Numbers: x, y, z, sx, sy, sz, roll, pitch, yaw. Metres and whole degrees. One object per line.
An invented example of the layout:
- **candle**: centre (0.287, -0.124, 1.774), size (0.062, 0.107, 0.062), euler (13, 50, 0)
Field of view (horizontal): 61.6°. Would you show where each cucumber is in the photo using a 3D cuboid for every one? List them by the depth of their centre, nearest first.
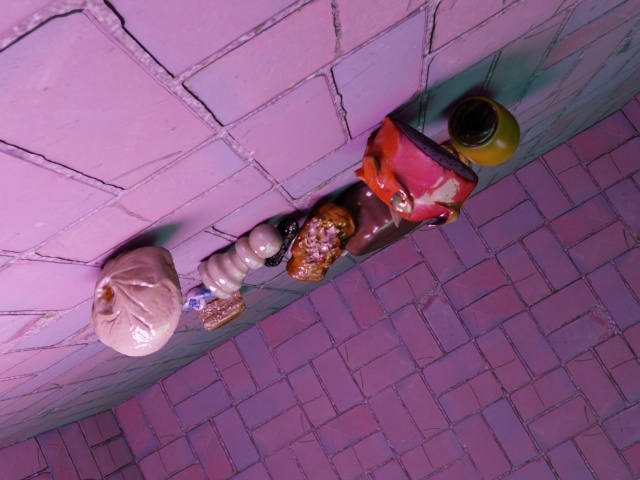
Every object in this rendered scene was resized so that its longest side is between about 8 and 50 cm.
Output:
- **cucumber**: centre (-0.120, 0.001, 1.656), size (0.072, 0.072, 0.300), euler (-24, 165, -29)

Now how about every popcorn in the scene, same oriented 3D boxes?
- **popcorn**: centre (0.416, -0.240, 1.787), size (0.173, 0.173, 0.142), euler (-40, -178, 44)

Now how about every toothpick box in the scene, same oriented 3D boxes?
- **toothpick box**: centre (0.453, -0.308, 1.502), size (0.175, 0.175, 0.271), euler (-35, 165, 24)

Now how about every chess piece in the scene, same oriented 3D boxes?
- **chess piece**: centre (-0.212, 0.048, 1.510), size (0.243, 0.133, 0.133), euler (-36, 169, 11)

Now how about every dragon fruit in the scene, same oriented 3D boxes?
- **dragon fruit**: centre (0.218, -0.147, 1.275), size (0.189, 0.290, 0.290), euler (-56, 161, 19)

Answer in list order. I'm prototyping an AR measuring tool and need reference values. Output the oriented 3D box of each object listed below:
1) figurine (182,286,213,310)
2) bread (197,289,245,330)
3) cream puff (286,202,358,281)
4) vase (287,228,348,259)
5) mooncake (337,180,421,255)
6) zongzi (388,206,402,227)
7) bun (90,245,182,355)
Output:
- **figurine**: centre (-0.401, 0.194, 1.781), size (0.114, 0.079, 0.114), euler (-34, 166, -9)
- **bread**: centre (-0.393, 0.283, 2.176), size (0.196, 0.102, 0.138), euler (-29, 172, -13)
- **cream puff**: centre (0.000, 0.000, 1.615), size (0.269, 0.154, 0.241), euler (-52, -176, 33)
- **vase**: centre (0.009, 0.023, 1.928), size (0.165, 0.165, 0.360), euler (-33, 173, 19)
- **mooncake**: centre (0.196, -0.097, 1.760), size (0.323, 0.187, 0.324), euler (-29, 168, -7)
- **zongzi**: centre (0.257, -0.158, 1.589), size (0.094, 0.205, 0.204), euler (-15, -176, 44)
- **bun**: centre (-0.403, 0.123, 1.142), size (0.153, 0.244, 0.243), euler (14, 140, -41)
